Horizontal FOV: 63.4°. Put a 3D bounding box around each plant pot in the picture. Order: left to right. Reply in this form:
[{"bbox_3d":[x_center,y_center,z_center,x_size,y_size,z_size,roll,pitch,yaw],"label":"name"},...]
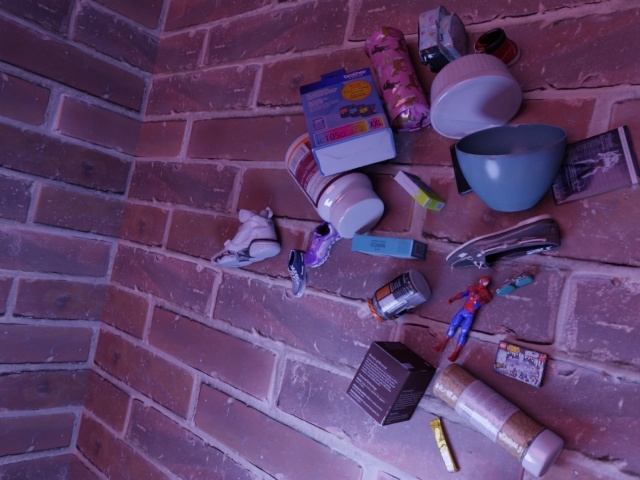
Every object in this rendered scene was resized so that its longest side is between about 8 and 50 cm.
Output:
[{"bbox_3d":[0.540,-0.196,1.469,0.290,0.290,0.195,10,122,41],"label":"plant pot"}]

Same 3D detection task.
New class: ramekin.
[{"bbox_3d":[0.459,-0.442,1.575,0.273,0.273,0.127,-27,54,34],"label":"ramekin"}]

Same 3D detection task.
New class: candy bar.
[{"bbox_3d":[0.376,0.629,1.582,0.040,0.018,0.161,-36,60,34],"label":"candy bar"}]

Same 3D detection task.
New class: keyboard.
[{"bbox_3d":[0.480,-0.244,1.669,0.108,0.023,0.180,-22,68,43],"label":"keyboard"}]

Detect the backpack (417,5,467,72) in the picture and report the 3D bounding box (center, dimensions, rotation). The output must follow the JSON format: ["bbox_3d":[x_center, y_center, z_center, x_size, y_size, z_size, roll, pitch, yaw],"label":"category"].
[{"bbox_3d":[0.403,-0.679,1.725,0.144,0.166,0.188,-16,74,36],"label":"backpack"}]

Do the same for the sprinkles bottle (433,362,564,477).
[{"bbox_3d":[0.486,0.490,1.448,0.355,0.121,0.121,35,104,39],"label":"sprinkles bottle"}]

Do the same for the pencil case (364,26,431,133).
[{"bbox_3d":[0.269,-0.566,1.819,0.167,0.160,0.386,-44,53,51],"label":"pencil case"}]

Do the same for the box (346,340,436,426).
[{"bbox_3d":[0.224,0.450,1.649,0.167,0.168,0.203,34,103,40],"label":"box"}]

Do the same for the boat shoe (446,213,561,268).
[{"bbox_3d":[0.527,0.029,1.513,0.335,0.112,0.095,-26,60,30],"label":"boat shoe"}]

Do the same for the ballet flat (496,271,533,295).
[{"bbox_3d":[0.565,0.123,1.515,0.114,0.041,0.041,-33,61,31],"label":"ballet flat"}]

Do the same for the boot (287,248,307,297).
[{"bbox_3d":[-0.101,0.128,2.046,0.069,0.086,0.190,2,82,41],"label":"boot"}]

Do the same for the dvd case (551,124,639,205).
[{"bbox_3d":[0.747,-0.205,1.433,0.221,0.018,0.165,-18,69,38],"label":"dvd case"}]

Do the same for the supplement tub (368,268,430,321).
[{"bbox_3d":[0.257,0.186,1.709,0.190,0.117,0.117,-37,59,30],"label":"supplement tub"}]

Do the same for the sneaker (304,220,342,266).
[{"bbox_3d":[0.000,0.000,1.975,0.236,0.104,0.095,-53,54,21],"label":"sneaker"}]

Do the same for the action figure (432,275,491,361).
[{"bbox_3d":[0.421,0.227,1.553,0.091,0.139,0.280,34,101,38],"label":"action figure"}]

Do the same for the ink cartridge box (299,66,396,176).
[{"bbox_3d":[0.082,-0.440,1.816,0.270,0.151,0.395,-15,52,5],"label":"ink cartridge box"}]

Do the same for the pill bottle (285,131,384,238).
[{"bbox_3d":[0.050,-0.207,1.895,0.224,0.224,0.392,-50,54,22],"label":"pill bottle"}]

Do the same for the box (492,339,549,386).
[{"bbox_3d":[0.567,0.348,1.469,0.137,0.027,0.094,12,88,42],"label":"box"}]

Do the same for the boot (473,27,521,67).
[{"bbox_3d":[0.485,-0.553,1.623,0.244,0.176,0.088,-37,61,31],"label":"boot"}]

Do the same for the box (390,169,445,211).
[{"bbox_3d":[0.325,-0.171,1.727,0.042,0.109,0.178,-55,52,23],"label":"box"}]

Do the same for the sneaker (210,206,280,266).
[{"bbox_3d":[-0.330,-0.011,2.244,0.365,0.137,0.210,-16,70,32],"label":"sneaker"}]

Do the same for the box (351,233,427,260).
[{"bbox_3d":[0.233,0.023,1.774,0.244,0.100,0.060,6,84,41],"label":"box"}]
